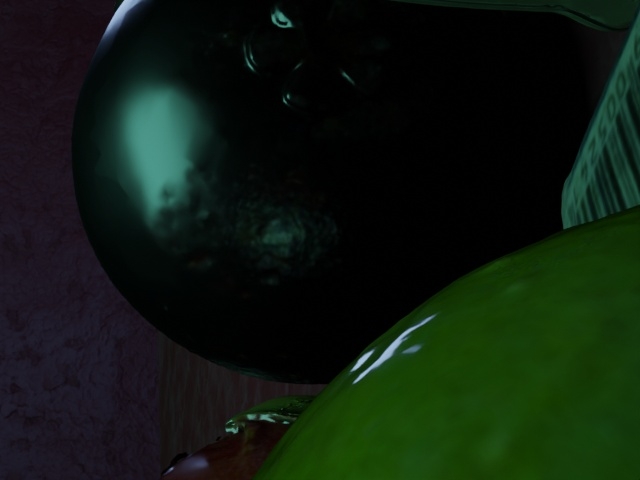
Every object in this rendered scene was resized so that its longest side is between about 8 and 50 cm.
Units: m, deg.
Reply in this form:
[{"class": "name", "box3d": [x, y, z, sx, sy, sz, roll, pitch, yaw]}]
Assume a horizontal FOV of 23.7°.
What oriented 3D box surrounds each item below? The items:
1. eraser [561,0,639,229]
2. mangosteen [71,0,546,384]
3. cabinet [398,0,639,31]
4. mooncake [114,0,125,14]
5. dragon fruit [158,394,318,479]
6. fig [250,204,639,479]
[{"class": "eraser", "box3d": [0.185, -0.073, 0.559, 0.155, 0.102, 0.332, -99, 19, -45]}, {"class": "mangosteen", "box3d": [-0.015, -0.057, 0.959, 0.313, 0.297, 0.296, -171, 84, -72]}, {"class": "cabinet", "box3d": [0.041, -0.304, 0.789, 0.318, 0.290, 0.227, -99, 19, -46]}, {"class": "mooncake", "box3d": [-0.046, -0.187, 1.245, 0.393, 0.246, 0.394, -101, 21, -61]}, {"class": "dragon fruit", "box3d": [0.053, 0.226, 0.748, 0.226, 0.305, 0.305, -3, 84, 48]}, {"class": "fig", "box3d": [0.116, 0.105, 0.427, 0.326, 0.258, 0.258, -45, -9, -29]}]
